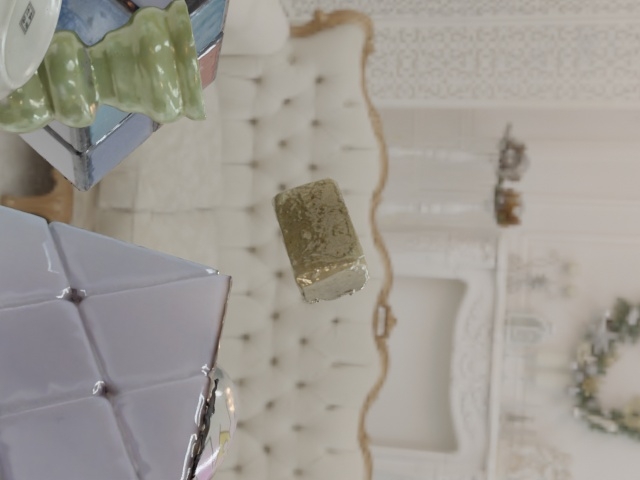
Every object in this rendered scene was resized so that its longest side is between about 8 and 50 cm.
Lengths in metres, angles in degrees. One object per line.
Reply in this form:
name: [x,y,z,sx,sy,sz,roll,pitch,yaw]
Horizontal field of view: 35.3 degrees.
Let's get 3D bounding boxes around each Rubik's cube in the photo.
Rubik's cube: [-0.347,-0.314,1.455,0.318,0.313,0.316,-47,175,-21]
Rubik's cube: [-0.206,0.134,0.677,0.225,0.231,0.221,117,-13,-46]

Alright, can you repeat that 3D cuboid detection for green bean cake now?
green bean cake: [0.000,0.000,1.504,0.085,0.109,0.179,72,-1,-52]

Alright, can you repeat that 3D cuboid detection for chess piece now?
chess piece: [-0.264,-0.184,1.142,0.144,0.251,0.145,169,-90,-84]

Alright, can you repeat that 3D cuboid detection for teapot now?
teapot: [-0.346,-0.215,0.953,0.300,0.165,0.208,-60,-172,-17]

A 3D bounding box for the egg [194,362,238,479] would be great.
egg: [-0.198,0.214,1.094,0.271,0.196,0.196,-4,96,-52]
